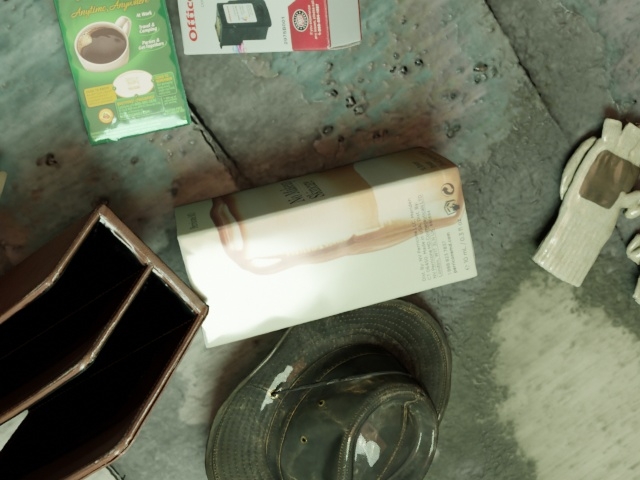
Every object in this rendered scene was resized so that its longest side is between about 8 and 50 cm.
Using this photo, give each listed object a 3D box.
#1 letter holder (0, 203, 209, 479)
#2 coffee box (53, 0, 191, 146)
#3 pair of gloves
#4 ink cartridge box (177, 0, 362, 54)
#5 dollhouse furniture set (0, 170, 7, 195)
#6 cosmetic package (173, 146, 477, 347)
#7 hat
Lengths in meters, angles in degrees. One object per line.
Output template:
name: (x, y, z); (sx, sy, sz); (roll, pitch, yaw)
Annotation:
letter holder: (-0.290, 0.138, 0.922); (0.302, 0.214, 0.152); (-30, 112, 34)
coffee box: (-0.207, -0.200, 0.999); (0.113, 0.040, 0.184); (-14, 108, -7)
pair of gloves: (0.386, -0.026, 1.161); (0.240, 0.042, 0.204); (19, 98, -17)
ink cartridge box: (-0.055, -0.251, 0.947); (0.175, 0.072, 0.127); (4, 109, 30)
dollhouse furniture set: (-0.473, -0.051, 0.888); (0.259, 0.135, 0.262); (-15, 144, 20)
cosmetic package: (0.000, 0.000, 1.038); (0.296, 0.153, 0.129); (-15, 107, -8)
hat: (0.043, 0.232, 1.086); (0.331, 0.134, 0.331); (-14, 121, -24)
